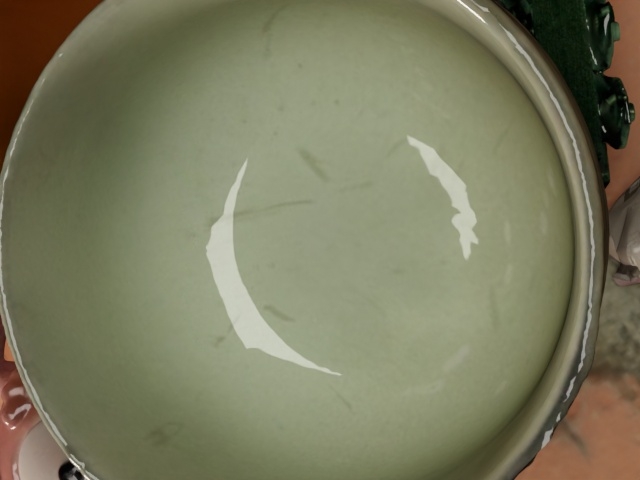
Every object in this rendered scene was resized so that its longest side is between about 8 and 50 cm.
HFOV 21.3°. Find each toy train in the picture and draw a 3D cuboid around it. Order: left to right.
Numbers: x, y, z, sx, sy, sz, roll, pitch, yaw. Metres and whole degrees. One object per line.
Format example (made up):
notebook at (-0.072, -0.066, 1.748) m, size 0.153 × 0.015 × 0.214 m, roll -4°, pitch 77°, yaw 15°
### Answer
toy train at (0.127, -0.103, 0.947) m, size 0.071 × 0.111 × 0.170 m, roll -5°, pitch 79°, yaw -3°

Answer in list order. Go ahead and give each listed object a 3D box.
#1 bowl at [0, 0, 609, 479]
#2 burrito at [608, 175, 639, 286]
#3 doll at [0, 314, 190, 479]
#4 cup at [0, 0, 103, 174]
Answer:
bowl at (0.000, 0.000, 0.870) m, size 0.307 × 0.163 × 0.307 m, roll 1°, pitch 95°, yaw 16°
burrito at (0.232, -0.052, 0.946) m, size 0.203 × 0.064 × 0.064 m, roll -43°, pitch 80°, yaw 7°
doll at (-0.111, 0.121, 0.986) m, size 0.262 × 0.093 × 0.211 m, roll 36°, pitch 87°, yaw 8°
cup at (-0.221, -0.066, 0.948) m, size 0.226 × 0.264 × 0.182 m, roll -25°, pitch 90°, yaw 20°
